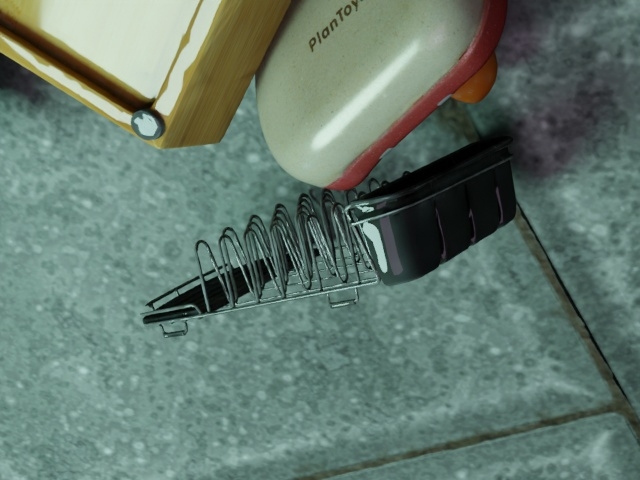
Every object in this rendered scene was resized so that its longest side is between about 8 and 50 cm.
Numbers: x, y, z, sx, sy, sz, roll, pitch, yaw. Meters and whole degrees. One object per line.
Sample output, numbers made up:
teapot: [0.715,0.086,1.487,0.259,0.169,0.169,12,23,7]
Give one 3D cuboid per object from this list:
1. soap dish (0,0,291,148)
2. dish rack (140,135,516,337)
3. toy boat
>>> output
soap dish: [-0.121,-0.215,0.962,0.229,0.118,0.291,33,129,3]
dish rack: [0.000,0.000,1.103,0.272,0.208,0.074,-12,97,33]
toy boat: [0.061,-0.130,1.030,0.151,0.151,0.231,12,139,-38]
